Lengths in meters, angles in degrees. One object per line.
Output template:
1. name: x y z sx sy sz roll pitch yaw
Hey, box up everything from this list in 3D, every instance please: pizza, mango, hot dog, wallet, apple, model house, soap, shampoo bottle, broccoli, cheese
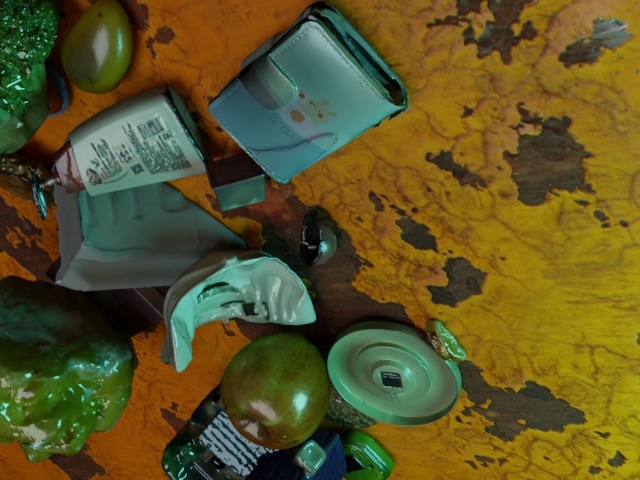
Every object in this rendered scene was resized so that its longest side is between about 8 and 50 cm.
1. pizza: -0.573 -0.130 1.508 0.226 0.069 0.147 13 159 32
2. mango: -0.327 -0.284 1.182 0.103 0.076 0.161 42 131 2
3. hot dog: 0.197 0.167 1.286 0.030 0.034 0.090 -24 114 45
4. wallet: -0.024 -0.188 1.066 0.176 0.075 0.250 45 138 -17
5. apple: -0.073 0.255 1.391 0.196 0.196 0.196 19 137 19
6. model house: -0.119 0.423 1.564 0.312 0.245 0.280 46 146 -1
7. soap: -0.308 -0.056 1.413 0.302 0.258 0.159 0 149 -28
8. shampoo bottle: -0.323 -0.124 1.234 0.284 0.071 0.153 -21 120 9
9. broccoli: -0.578 -0.245 1.197 0.321 0.413 0.310 39 -177 10
10. cheese: -0.510 -0.244 1.370 0.256 0.037 0.106 -11 120 40

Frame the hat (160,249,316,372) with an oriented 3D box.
1. hat: -0.178 0.103 1.386 0.301 0.257 0.168 -12 95 63

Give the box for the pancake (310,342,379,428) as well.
1. pancake: 0.030 0.277 1.510 0.212 0.029 0.235 42 139 -8

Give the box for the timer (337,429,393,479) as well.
1. timer: 0.072 0.442 1.625 0.128 0.047 0.140 47 138 -12

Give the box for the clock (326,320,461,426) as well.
1. clock: 0.124 0.232 1.380 0.235 0.029 0.235 13 132 15

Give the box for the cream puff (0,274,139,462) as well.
1. cream puff: -0.527 0.258 1.492 0.378 0.378 0.275 28 118 9

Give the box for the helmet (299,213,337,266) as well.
1. helmet: 0.001 -0.001 1.247 0.065 0.049 0.084 39 127 54

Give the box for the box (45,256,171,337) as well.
1. box: -0.398 0.079 1.568 0.215 0.086 0.215 46 139 -14

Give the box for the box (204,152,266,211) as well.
1. box: -0.125 -0.088 1.218 0.084 0.060 0.063 -16 138 -6
